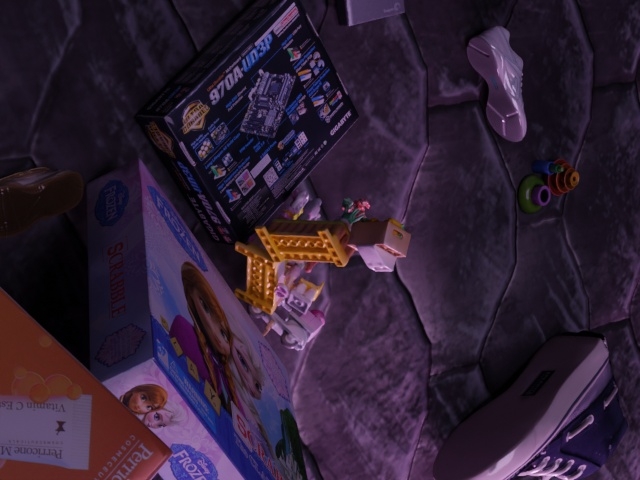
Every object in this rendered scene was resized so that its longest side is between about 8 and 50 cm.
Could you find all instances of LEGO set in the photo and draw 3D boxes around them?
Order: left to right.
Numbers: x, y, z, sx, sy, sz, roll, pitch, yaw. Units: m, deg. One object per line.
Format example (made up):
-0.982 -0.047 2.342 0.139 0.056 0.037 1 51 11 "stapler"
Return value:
0.000 0.000 1.527 0.132 0.287 0.107 39 56 -3 "LEGO set"

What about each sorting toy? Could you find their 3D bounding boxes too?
0.301 -0.074 1.947 0.102 0.042 0.061 -36 120 -35 "sorting toy"

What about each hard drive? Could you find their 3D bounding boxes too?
0.051 -0.313 1.674 0.094 0.022 0.135 -21 111 -41 "hard drive"

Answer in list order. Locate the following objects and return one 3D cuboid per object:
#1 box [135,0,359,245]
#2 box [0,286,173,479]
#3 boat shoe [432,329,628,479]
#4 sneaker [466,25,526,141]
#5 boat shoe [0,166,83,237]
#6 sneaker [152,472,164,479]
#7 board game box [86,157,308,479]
-0.069 -0.130 1.563 0.220 0.051 0.175 -49 128 -27 "box"
-0.326 0.136 1.168 0.345 0.168 0.215 44 63 -8 "box"
0.284 0.266 1.922 0.340 0.127 0.158 -38 114 -35 "boat shoe"
0.231 -0.194 1.852 0.061 0.054 0.152 -40 122 -37 "sneaker"
-0.281 -0.036 1.373 0.135 0.045 0.050 -18 117 -46 "boat shoe"
-0.143 0.233 1.419 0.104 0.095 0.236 12 51 -59 "sneaker"
-0.110 0.129 1.408 0.066 0.318 0.318 -26 125 8 "board game box"
